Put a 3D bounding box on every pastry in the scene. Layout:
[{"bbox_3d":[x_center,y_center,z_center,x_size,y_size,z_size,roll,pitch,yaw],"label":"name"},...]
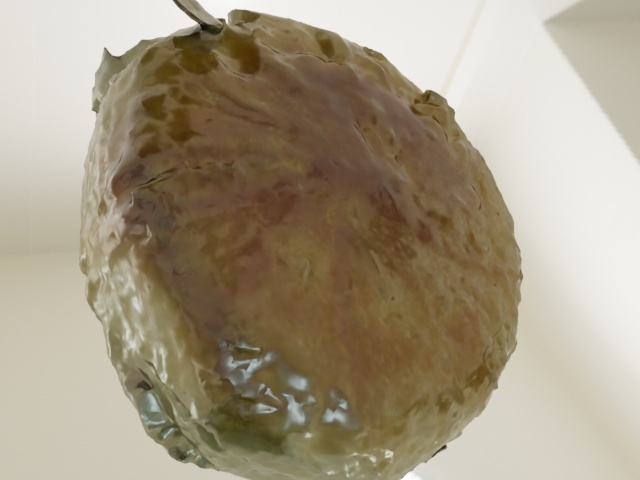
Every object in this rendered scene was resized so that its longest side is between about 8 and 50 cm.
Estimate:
[{"bbox_3d":[0.000,0.000,0.656,0.329,0.136,0.330,17,-125,-25],"label":"pastry"}]
